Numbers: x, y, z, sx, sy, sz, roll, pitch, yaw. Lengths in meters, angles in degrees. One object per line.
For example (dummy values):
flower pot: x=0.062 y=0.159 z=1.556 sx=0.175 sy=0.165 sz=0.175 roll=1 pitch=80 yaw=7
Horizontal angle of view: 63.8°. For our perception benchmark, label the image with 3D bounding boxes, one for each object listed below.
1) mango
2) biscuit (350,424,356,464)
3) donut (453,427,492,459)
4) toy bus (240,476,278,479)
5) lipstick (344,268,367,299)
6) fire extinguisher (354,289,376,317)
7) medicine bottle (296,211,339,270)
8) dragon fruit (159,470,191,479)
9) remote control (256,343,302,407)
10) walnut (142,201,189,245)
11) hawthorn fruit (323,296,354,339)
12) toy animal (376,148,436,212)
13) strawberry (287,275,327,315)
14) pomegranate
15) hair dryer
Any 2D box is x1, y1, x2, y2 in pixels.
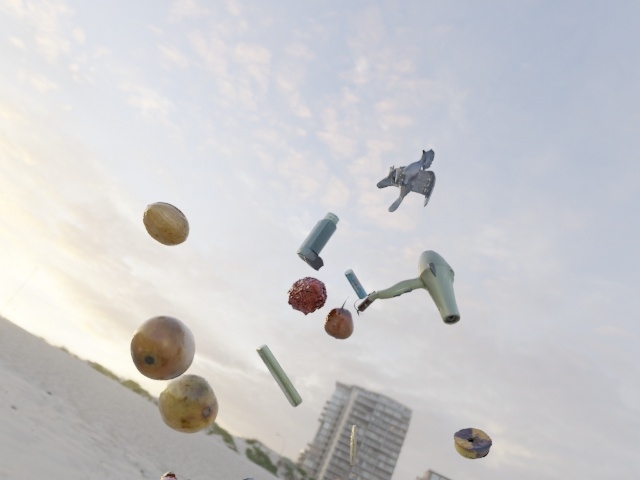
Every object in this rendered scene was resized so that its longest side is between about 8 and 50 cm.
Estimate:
mango: x=-0.510 y=0.356 z=1.710 sx=0.172 sy=0.212 sz=0.317 roll=-10 pitch=-10 yaw=6
biscuit: x=0.126 y=0.794 z=1.996 sx=0.020 sy=0.152 sz=0.152 roll=4 pitch=-33 yaw=2
donut: x=0.558 y=0.750 z=1.892 sx=0.140 sy=0.140 sz=0.059 roll=12 pitch=-70 yaw=26
toy bus: x=-0.273 y=0.700 z=1.350 sx=0.342 sy=0.097 sz=0.138 roll=3 pitch=-40 yaw=-21
lipstick: x=0.170 y=0.212 z=2.484 sx=0.048 sy=0.048 sz=0.158 roll=-9 pitch=-61 yaw=47
fire extinguisher: x=0.232 y=0.323 z=2.676 sx=0.078 sy=0.045 sz=0.157 roll=43 pitch=-76 yaw=-4
medicine bottle: x=0.000 y=0.000 z=2.133 sx=0.124 sy=0.258 sz=0.079 roll=15 pitch=-28 yaw=37
dragon fruit: x=-0.593 y=1.039 z=2.039 sx=0.200 sy=0.198 sz=0.269 roll=59 pitch=-5 yaw=7
remote control: x=-0.139 y=0.453 z=1.726 sx=0.234 sy=0.038 sz=0.098 roll=55 pitch=-22 yaw=4
walnut: x=-0.622 y=-0.067 z=2.072 sx=0.207 sy=0.159 sz=0.159 roll=46 pitch=-34 yaw=-15
hawthorn fruit: x=0.078 y=0.364 z=2.353 sx=0.149 sy=0.149 sz=0.189 roll=-5 pitch=-77 yaw=44
toy animal: x=0.318 y=-0.211 z=1.798 sx=0.176 sy=0.256 sz=0.239 roll=13 pitch=12 yaw=-37
strawberry: x=-0.053 y=0.244 z=2.387 sx=0.186 sy=0.184 sz=0.201 roll=26 pitch=-27 yaw=0
pomegranate: x=-0.575 y=0.709 z=2.229 sx=0.260 sy=0.261 sz=0.260 roll=21 pitch=-31 yaw=13
hair dryer: x=0.347 y=0.192 z=1.733 sx=0.119 sy=0.298 sz=0.296 roll=57 pitch=-4 yaw=-39
